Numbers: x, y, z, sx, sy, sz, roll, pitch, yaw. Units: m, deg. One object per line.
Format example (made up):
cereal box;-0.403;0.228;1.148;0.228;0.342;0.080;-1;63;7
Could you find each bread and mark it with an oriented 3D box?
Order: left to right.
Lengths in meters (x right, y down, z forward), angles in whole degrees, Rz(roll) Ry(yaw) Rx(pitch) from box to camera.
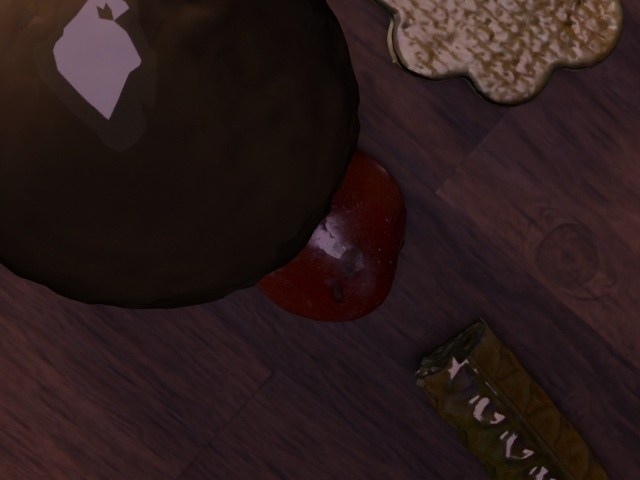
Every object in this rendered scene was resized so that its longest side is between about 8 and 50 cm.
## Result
bread;0.147;-0.244;1.417;0.207;0.056;0.286;-44;100;6
bread;0.209;0.209;1.515;0.269;0.098;0.087;51;140;-11

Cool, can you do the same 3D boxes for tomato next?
tomato;0.000;0.000;1.453;0.173;0.099;0.189;14;105;-6

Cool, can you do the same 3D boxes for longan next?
longan;-0.177;-0.149;1.261;0.404;0.404;0.436;-27;117;5
